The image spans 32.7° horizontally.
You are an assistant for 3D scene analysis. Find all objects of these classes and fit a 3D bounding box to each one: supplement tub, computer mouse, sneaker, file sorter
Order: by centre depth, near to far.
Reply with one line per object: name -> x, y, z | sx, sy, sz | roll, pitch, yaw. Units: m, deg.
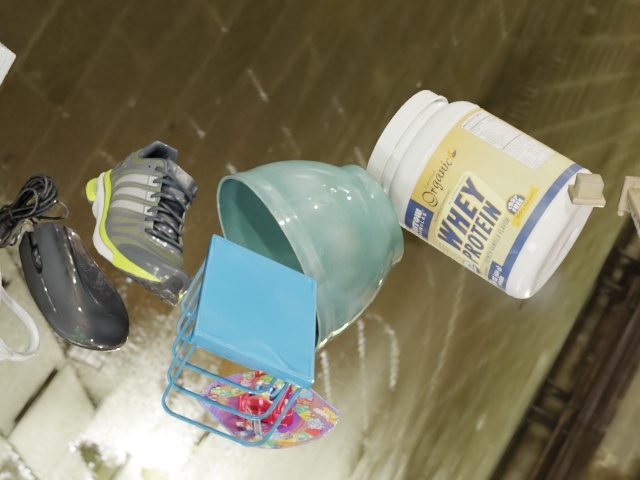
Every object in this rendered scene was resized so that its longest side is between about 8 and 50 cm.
file sorter -> -0.080, 0.099, 1.061 | 0.104, 0.118, 0.170 | -59, -165, 27
sneaker -> -0.205, -0.033, 1.317 | 0.121, 0.300, 0.111 | -45, 126, 9
computer mouse -> -0.384, 0.058, 1.574 | 0.188, 0.272, 0.072 | -33, -176, 37
supplement tub -> 0.250, -0.079, 1.724 | 0.228, 0.316, 0.228 | -48, 159, -25

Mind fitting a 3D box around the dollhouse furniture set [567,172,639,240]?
dollhouse furniture set -> 0.519, 0.066, 1.470 | 0.303, 0.355, 0.174 | -84, 180, -60

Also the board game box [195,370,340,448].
board game box -> -0.059, 0.178, 1.250 | 0.133, 0.168, 0.033 | -12, 117, -32

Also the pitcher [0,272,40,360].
pitcher -> -0.472, 0.077, 1.483 | 0.177, 0.125, 0.207 | -9, 81, -59

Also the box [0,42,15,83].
box -> -0.460, -0.204, 1.235 | 0.170, 0.091, 0.130 | 27, 97, -41

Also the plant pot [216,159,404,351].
plant pot -> 0.000, 0.000, 1.646 | 0.196, 0.293, 0.293 | -26, 146, -21
